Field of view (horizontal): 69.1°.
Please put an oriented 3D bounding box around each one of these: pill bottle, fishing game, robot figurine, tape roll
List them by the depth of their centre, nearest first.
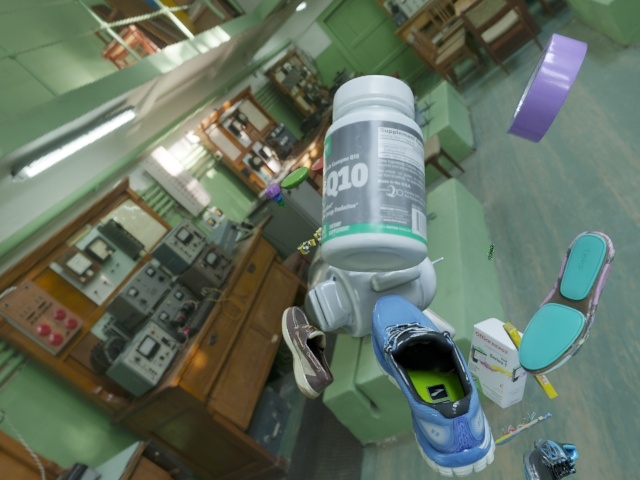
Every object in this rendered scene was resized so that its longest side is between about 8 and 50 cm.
[{"bbox_3d":[0.107,-0.130,0.938,0.204,0.204,0.360,-24,58,52],"label":"pill bottle"},{"bbox_3d":[0.152,0.123,1.211,0.354,0.199,0.300,-17,-9,-19],"label":"robot figurine"},{"bbox_3d":[0.612,-0.410,1.270,0.274,0.090,0.274,-60,-14,-25],"label":"tape roll"},{"bbox_3d":[0.549,0.518,1.290,0.189,0.264,0.041,-38,59,17],"label":"fishing game"}]

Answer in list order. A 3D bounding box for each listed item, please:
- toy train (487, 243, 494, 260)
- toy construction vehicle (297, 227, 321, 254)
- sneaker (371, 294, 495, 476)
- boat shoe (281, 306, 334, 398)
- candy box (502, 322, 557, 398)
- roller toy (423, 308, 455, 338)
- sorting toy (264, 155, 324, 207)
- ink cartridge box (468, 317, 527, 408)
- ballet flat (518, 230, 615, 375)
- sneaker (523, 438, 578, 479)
[{"bbox_3d":[0.575,0.040,1.569,0.083,0.017,0.023,-55,-26,-50],"label":"toy train"},{"bbox_3d":[0.000,0.000,1.187,0.086,0.035,0.098,-17,21,46],"label":"toy construction vehicle"},{"bbox_3d":[0.157,0.171,0.703,0.130,0.147,0.330,-16,28,-5],"label":"sneaker"},{"bbox_3d":[-0.032,0.334,1.501,0.123,0.123,0.342,-40,36,17],"label":"boat shoe"},{"bbox_3d":[0.580,0.330,1.295,0.027,0.205,0.105,-31,-6,8],"label":"candy box"},{"bbox_3d":[0.389,0.337,1.725,0.146,0.209,0.191,-54,8,5],"label":"roller toy"},{"bbox_3d":[-0.051,-0.216,1.823,0.366,0.126,0.127,-22,28,30],"label":"sorting toy"},{"bbox_3d":[0.703,0.481,1.842,0.117,0.278,0.201,-12,24,-28],"label":"ink cartridge box"},{"bbox_3d":[0.358,0.095,0.658,0.077,0.079,0.221,23,86,50],"label":"ballet flat"},{"bbox_3d":[0.806,0.780,1.625,0.140,0.124,0.341,-16,-5,34],"label":"sneaker"}]
